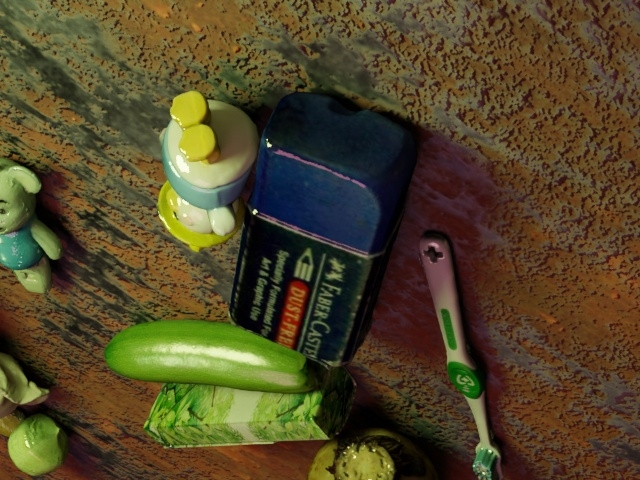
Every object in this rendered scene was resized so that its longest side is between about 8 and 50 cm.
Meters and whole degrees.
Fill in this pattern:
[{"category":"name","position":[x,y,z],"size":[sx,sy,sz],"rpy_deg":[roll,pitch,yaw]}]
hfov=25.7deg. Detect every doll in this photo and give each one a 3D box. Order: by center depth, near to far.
[{"category":"doll","position":[-0.116,-0.063,1.420],"size":[0.135,0.099,0.241],"rpy_deg":[43,155,11]}]

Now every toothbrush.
[{"category":"toothbrush","position":[0.164,0.144,1.585],"size":[0.042,0.040,0.418],"rpy_deg":[6,134,25]}]

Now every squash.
[{"category":"squash","position":[-0.133,0.138,1.700],"size":[0.292,0.082,0.082],"rpy_deg":[2,137,25]}]

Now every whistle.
[{"category":"whistle","position":[-0.364,-0.012,1.660],"size":[0.114,0.077,0.236],"rpy_deg":[7,141,12]}]

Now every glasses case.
[{"category":"glasses case","position":[-0.090,0.208,1.747],"size":[0.272,0.095,0.062],"rpy_deg":[-8,136,36]}]

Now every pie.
[{"category":"pie","position":[-0.471,0.264,2.087],"size":[0.084,0.020,0.084],"rpy_deg":[16,139,14]}]

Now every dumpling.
[{"category":"dumpling","position":[-0.443,0.208,1.946],"size":[0.134,0.100,0.169],"rpy_deg":[14,145,-9]}]

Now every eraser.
[{"category":"eraser","position":[0.000,0.000,1.446],"size":[0.155,0.102,0.332],"rpy_deg":[21,143,6]}]

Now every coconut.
[{"category":"coconut","position":[-0.408,0.297,2.039],"size":[0.096,0.088,0.088],"rpy_deg":[-33,115,30]}]

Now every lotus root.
[{"category":"lotus root","position":[0.069,0.324,1.761],"size":[0.169,0.141,0.314],"rpy_deg":[17,151,15]}]
